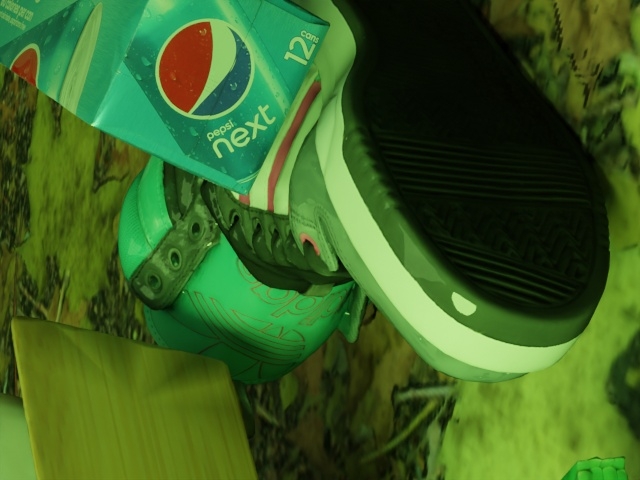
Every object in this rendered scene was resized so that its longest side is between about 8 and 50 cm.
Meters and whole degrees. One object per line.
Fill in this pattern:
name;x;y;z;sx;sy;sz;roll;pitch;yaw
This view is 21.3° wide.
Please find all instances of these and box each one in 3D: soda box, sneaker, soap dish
soda box;-0.076;-0.082;0.678;0.071;0.067;0.210;-64;25;3
sneaker;0.000;0.000;0.673;0.178;0.124;0.295;-64;26;27
soap dish;-0.066;0.201;0.693;0.291;0.118;0.229;90;165;-49

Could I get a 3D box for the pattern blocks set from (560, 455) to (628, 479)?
pattern blocks set;0.128;0.204;0.433;0.325;0.026;0.285;-116;25;-46
